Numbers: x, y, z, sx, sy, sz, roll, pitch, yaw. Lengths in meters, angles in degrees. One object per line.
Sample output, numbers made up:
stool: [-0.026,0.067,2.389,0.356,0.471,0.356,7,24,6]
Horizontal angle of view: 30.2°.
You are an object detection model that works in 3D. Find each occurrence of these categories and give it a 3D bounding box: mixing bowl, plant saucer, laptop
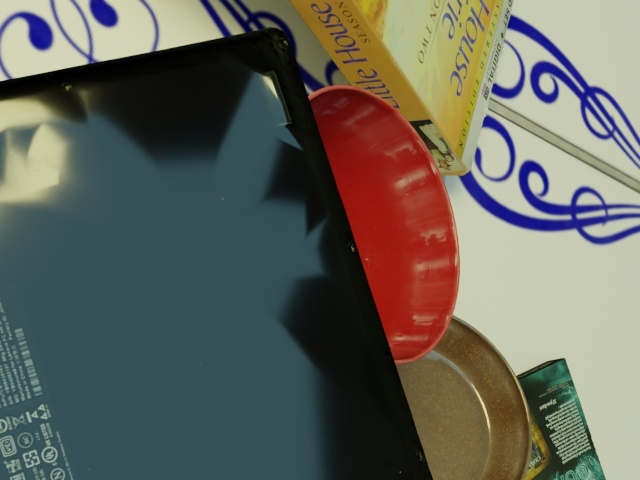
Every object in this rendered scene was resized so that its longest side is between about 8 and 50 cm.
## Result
mixing bowl: [0.000,0.000,0.773,0.181,0.098,0.181,22,59,-44]
plant saucer: [0.079,0.151,0.983,0.198,0.036,0.198,9,64,-18]
laptop: [-0.180,0.131,0.654,0.408,0.236,0.382,-17,88,-27]

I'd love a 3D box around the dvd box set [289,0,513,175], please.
dvd box set: [0.055,-0.292,0.989,0.420,0.062,0.307,49,50,-47]

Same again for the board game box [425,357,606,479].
board game box: [0.176,0.193,1.074,0.186,0.026,0.126,-17,88,-38]
